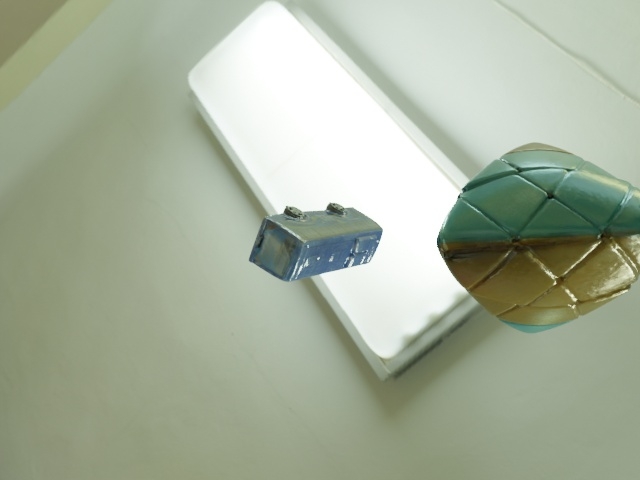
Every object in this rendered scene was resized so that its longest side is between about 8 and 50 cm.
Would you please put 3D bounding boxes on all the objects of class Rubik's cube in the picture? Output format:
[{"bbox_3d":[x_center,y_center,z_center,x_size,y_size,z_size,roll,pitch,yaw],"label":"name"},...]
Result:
[{"bbox_3d":[0.282,-0.036,0.766,0.254,0.254,0.254,-12,-117,24],"label":"Rubik's cube"}]

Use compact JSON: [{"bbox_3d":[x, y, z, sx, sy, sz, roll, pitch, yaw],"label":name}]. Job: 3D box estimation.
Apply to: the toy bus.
[{"bbox_3d":[0.000,0.003,0.943,0.094,0.236,0.079,39,-65,25],"label":"toy bus"}]
